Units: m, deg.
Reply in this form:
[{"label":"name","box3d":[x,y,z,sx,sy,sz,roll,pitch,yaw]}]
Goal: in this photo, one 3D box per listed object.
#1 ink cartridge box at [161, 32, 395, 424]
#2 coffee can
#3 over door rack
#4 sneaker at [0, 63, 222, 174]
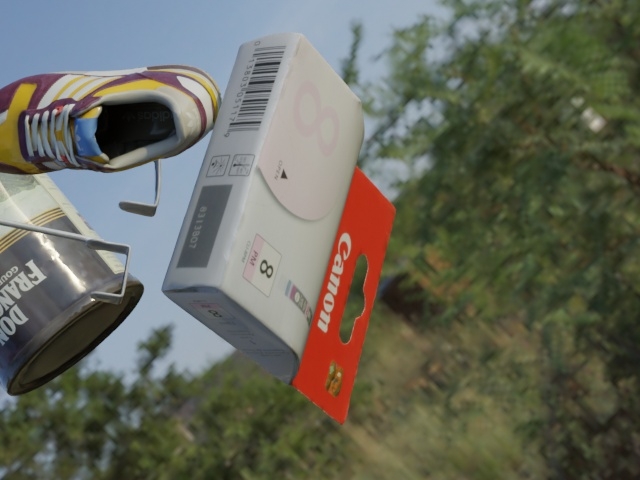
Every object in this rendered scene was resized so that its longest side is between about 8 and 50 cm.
[{"label":"ink cartridge box","box3d":[0.000,0.000,0.960,0.066,0.232,0.189,-3,61,37]},{"label":"coffee can","box3d":[-0.373,0.017,1.668,0.201,0.275,0.201,-40,-9,-8]},{"label":"over door rack","box3d":[-0.293,-0.081,1.231,0.239,0.324,0.108,122,170,-64]},{"label":"sneaker","box3d":[-0.162,-0.077,0.930,0.185,0.070,0.084,-10,15,14]}]
